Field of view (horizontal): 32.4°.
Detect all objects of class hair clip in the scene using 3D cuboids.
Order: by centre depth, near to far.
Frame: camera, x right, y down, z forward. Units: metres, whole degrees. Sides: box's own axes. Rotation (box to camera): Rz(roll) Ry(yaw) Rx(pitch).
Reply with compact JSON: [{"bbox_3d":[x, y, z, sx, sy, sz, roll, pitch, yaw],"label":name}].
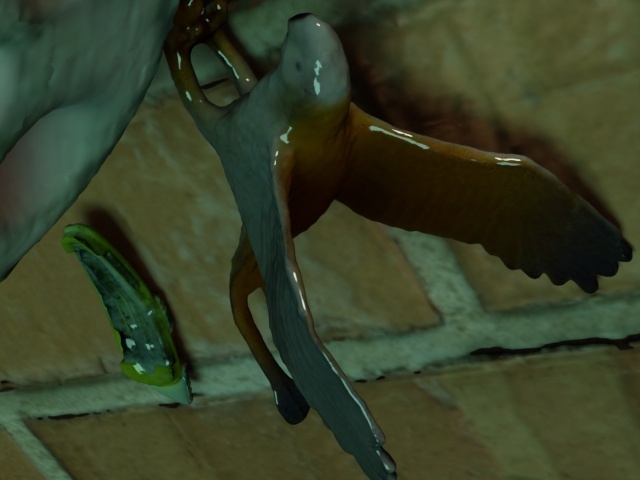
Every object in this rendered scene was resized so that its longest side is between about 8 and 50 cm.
[{"bbox_3d":[-0.151,0.055,0.859,0.060,0.033,0.188,3,133,28],"label":"hair clip"}]

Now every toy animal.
[{"bbox_3d":[-0.011,-0.020,0.691,0.302,0.225,0.284,58,151,-10],"label":"toy animal"}]

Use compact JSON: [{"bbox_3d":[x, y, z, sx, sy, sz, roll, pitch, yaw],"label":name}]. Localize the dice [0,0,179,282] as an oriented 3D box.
[{"bbox_3d":[-0.280,-0.140,0.499,0.328,0.330,0.348,38,138,12],"label":"dice"}]
